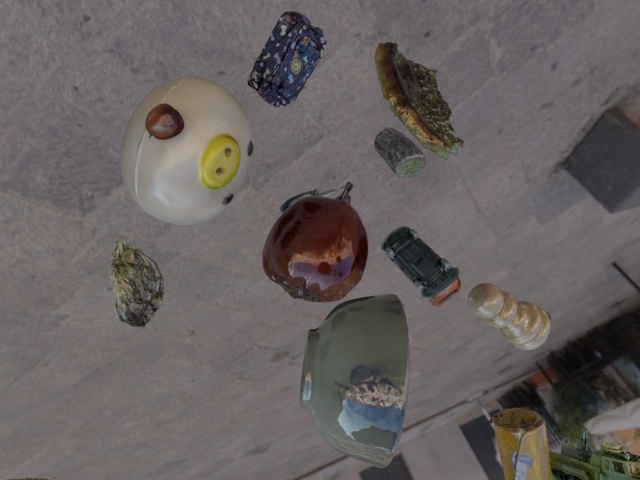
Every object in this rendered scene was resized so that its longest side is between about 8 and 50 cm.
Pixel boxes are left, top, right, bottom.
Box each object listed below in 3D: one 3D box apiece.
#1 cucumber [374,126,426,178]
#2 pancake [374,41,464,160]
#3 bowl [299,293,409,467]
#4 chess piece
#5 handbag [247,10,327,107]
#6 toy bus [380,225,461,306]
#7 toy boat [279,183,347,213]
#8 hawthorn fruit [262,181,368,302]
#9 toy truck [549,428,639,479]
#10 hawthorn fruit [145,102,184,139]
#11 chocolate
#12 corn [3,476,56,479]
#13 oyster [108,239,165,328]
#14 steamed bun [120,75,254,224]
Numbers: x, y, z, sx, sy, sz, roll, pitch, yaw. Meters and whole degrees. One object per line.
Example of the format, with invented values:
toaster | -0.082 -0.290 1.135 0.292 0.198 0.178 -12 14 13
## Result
cucumber | 0.143 -0.164 0.781 0.064 0.111 0.064 -15 137 -14
pancake | 0.325 -0.452 1.361 0.305 0.425 0.067 -3 159 -33
bowl | 0.042 0.225 0.730 0.147 0.289 0.289 8 140 -4
chess piece | 0.545 0.211 1.261 0.261 0.142 0.142 31 120 -20
handbag | -0.089 -0.511 1.222 0.260 0.113 0.162 -56 155 13
toy bus | 0.291 0.074 1.246 0.121 0.265 0.120 -40 134 1
toy boat | -0.019 -0.170 1.609 0.291 0.066 0.221 -20 -172 42
hawthorn fruit | -0.011 0.020 1.202 0.309 0.324 0.308 0 143 0
toy truck | 0.554 0.449 0.810 0.129 0.135 0.259 11 169 -10
hawthorn fruit | -0.326 -0.247 0.886 0.077 0.077 0.077 -19 146 -13
chocolate | 0.336 0.387 0.681 0.086 0.219 0.085 -12 -178 0
corn | -0.379 0.320 0.493 0.166 0.084 0.063 -18 167 13
oyster | -0.391 0.093 0.895 0.064 0.177 0.125 -9 160 21
steamed bun | -0.332 -0.224 1.086 0.334 0.334 0.373 25 90 -50
